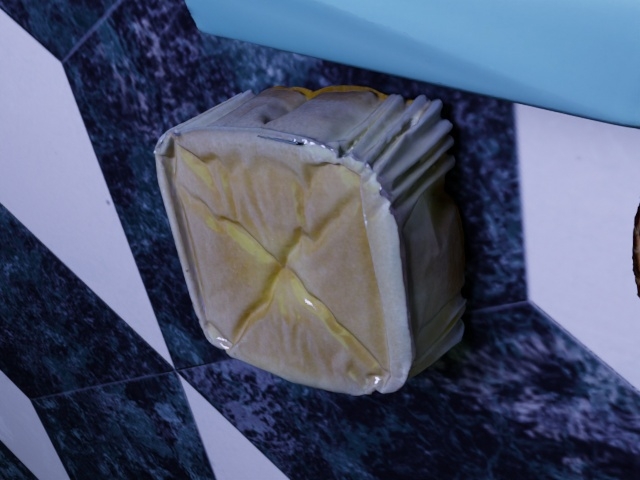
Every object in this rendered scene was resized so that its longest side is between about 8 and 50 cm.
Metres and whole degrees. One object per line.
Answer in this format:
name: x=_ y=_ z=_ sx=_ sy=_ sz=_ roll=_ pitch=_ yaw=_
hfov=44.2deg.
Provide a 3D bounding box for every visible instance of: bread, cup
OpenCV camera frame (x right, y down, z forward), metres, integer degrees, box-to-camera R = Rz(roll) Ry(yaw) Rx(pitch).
bread: x=0.000 y=-0.002 z=0.547 sx=0.192 sy=0.110 sz=0.209 roll=8 pitch=126 yaw=31
cup: x=0.056 y=-0.136 z=0.366 sx=0.236 sy=0.148 sz=0.134 roll=25 pitch=138 yaw=21

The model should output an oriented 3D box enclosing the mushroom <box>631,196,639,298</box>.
mushroom: x=0.203 y=0.012 z=0.384 sx=0.109 sy=0.085 sz=0.126 roll=13 pitch=123 yaw=37
